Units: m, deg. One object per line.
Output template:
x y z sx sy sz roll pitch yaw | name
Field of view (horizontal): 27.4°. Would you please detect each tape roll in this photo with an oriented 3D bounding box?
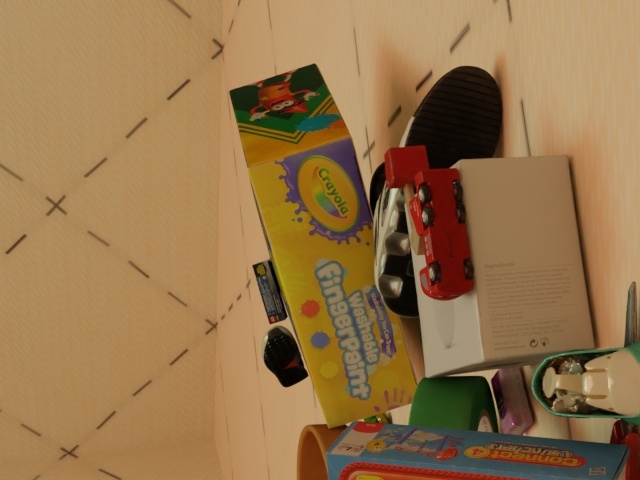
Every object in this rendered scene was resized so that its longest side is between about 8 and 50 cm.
0.169 0.327 1.614 0.321 0.077 0.321 -3 -90 -75 | tape roll

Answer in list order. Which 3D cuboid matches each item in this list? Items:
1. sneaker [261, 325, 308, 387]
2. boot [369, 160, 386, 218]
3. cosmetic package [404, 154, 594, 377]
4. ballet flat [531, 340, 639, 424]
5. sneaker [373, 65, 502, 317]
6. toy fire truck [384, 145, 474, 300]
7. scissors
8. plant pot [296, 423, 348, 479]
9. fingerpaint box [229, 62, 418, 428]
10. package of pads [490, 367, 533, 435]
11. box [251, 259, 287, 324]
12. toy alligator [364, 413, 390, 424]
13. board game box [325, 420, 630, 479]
-0.065 0.161 2.006 0.075 0.057 0.161 62 178 33 | sneaker
0.158 0.005 1.860 0.229 0.091 0.263 176 79 -77 | boot
0.203 0.034 1.533 0.224 0.138 0.225 141 123 -74 | cosmetic package
0.281 0.143 1.287 0.247 0.087 0.083 155 110 -69 | ballet flat
0.132 -0.077 1.717 0.146 0.122 0.331 -126 54 -69 | sneaker
0.120 -0.022 1.469 0.135 0.047 0.192 137 127 -73 | toy fire truck
0.321 0.193 1.349 0.109 0.021 0.297 -116 27 -57 | scissors
0.091 0.419 2.009 0.291 0.203 0.291 176 90 -78 | plant pot
0.000 0.000 2.035 0.371 0.163 0.445 -109 2 -65 | fingerpaint box
0.242 0.204 1.659 0.050 0.032 0.083 110 153 -61 | package of pads
-0.077 0.078 2.001 0.137 0.027 0.094 83 171 -88 | box
0.097 0.329 2.307 0.051 0.056 0.190 45 -168 -34 | toy alligator
0.171 0.356 1.385 0.086 0.308 0.302 -36 -57 -61 | board game box
